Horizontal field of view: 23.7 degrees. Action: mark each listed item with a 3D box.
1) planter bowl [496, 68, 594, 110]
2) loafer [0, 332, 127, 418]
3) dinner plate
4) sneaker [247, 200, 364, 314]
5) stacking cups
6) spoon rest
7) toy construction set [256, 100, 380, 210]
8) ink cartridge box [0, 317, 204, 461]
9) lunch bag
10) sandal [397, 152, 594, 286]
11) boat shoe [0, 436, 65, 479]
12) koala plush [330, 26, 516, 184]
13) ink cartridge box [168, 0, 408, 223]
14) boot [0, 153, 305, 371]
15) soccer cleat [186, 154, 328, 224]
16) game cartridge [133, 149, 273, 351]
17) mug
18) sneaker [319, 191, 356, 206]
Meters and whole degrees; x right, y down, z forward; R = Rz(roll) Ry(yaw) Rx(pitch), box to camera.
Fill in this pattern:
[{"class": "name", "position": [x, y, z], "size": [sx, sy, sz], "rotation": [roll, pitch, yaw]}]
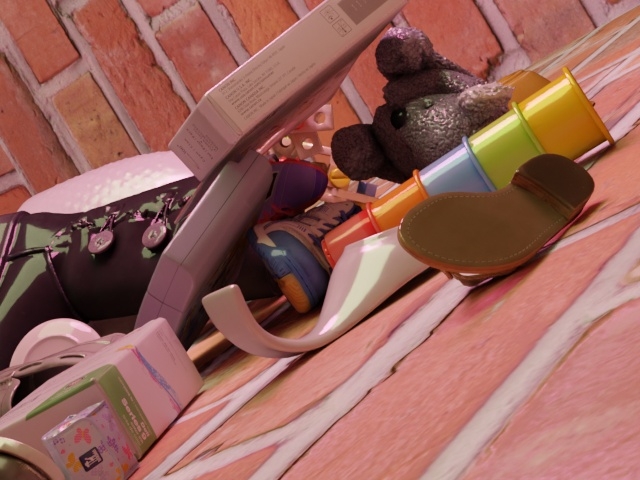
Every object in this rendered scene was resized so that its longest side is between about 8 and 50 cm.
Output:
[{"class": "planter bowl", "position": [0.249, -0.167, 2.041], "size": [0.217, 0.090, 0.217], "rotation": [-31, 5, 3]}, {"class": "loafer", "position": [-0.361, 0.202, 1.889], "size": [0.319, 0.112, 0.111], "rotation": [-28, -3, 23]}, {"class": "dinner plate", "position": [-0.339, 0.168, 1.966], "size": [0.141, 0.141, 0.017], "rotation": [-31, -19, 5]}, {"class": "sneaker", "position": [0.000, 0.000, 1.743], "size": [0.131, 0.111, 0.296], "rotation": [-30, 6, 4]}, {"class": "stacking cups", "position": [0.144, -0.058, 1.582], "size": [0.316, 0.096, 0.096], "rotation": [-32, 5, 10]}, {"class": "spoon rest", "position": [0.021, 0.048, 1.440], "size": [0.276, 0.084, 0.137], "rotation": [-18, -3, -36]}, {"class": "toy construction set", "position": [-0.042, -0.116, 2.186], "size": [0.327, 0.215, 0.151], "rotation": [53, -127, -71]}, {"class": "ink cartridge box", "position": [-0.222, 0.170, 1.487], "size": [0.154, 0.093, 0.212], "rotation": [-29, 7, 16]}, {"class": "lunch bag", "position": [-0.200, 0.185, 1.313], "size": [0.053, 0.071, 0.083], "rotation": [-26, 3, 21]}, {"class": "sandal", "position": [0.138, 0.003, 1.237], "size": [0.240, 0.088, 0.079], "rotation": [-26, -31, -46]}, {"class": "boat shoe", "position": [-0.346, 0.252, 1.320], "size": [0.324, 0.116, 0.096], "rotation": [-22, 31, 38]}, {"class": "koala plush", "position": [0.147, -0.124, 1.770], "size": [0.196, 0.203, 0.221], "rotation": [-65, 14, 6]}, {"class": "ink cartridge box", "position": [-0.055, -0.169, 1.778], "size": [0.296, 0.066, 0.261], "rotation": [-41, -2, -30]}, {"class": "boot", "position": [-0.248, 0.087, 2.053], "size": [0.445, 0.367, 0.146], "rotation": [-8, -29, 17]}, {"class": "soccer cleat", "position": [-0.082, -0.031, 1.871], "size": [0.248, 0.083, 0.095], "rotation": [-19, 49, 45]}, {"class": "game cartridge", "position": [-0.141, 0.043, 1.735], "size": [0.198, 0.062, 0.297], "rotation": [-62, -2, -30]}, {"class": "mug", "position": [-0.266, 0.039, 2.297], "size": [0.328, 0.276, 0.374], "rotation": [-20, 39, 25]}, {"class": "sneaker", "position": [0.013, -0.039, 2.401], "size": [0.134, 0.051, 0.070], "rotation": [-34, 9, 14]}]
